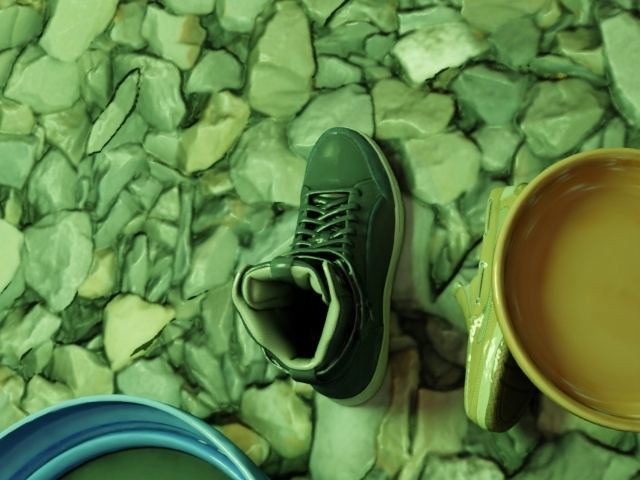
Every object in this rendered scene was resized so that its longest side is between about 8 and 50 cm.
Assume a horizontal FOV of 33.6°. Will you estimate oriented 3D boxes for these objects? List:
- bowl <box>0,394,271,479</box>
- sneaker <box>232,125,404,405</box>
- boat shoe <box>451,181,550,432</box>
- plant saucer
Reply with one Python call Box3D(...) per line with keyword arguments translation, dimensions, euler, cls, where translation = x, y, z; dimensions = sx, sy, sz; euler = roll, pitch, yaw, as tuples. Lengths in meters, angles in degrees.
Box3D(translation=(-0.165, 0.314, 0.790), dimensions=(0.391, 0.077, 0.391), euler=(-10, 67, 25), cls="bowl")
Box3D(translation=(0.002, 0.000, 0.792), dimensions=(0.086, 0.163, 0.226), euler=(-7, 73, 20), cls="sneaker")
Box3D(translation=(0.132, 0.047, 0.791), dimensions=(0.072, 0.068, 0.190), euler=(6, 69, 34), cls="boat shoe")
Box3D(translation=(0.213, 0.034, 0.737), dimensions=(0.199, 0.037, 0.200), euler=(2, 74, -8), cls="plant saucer")
